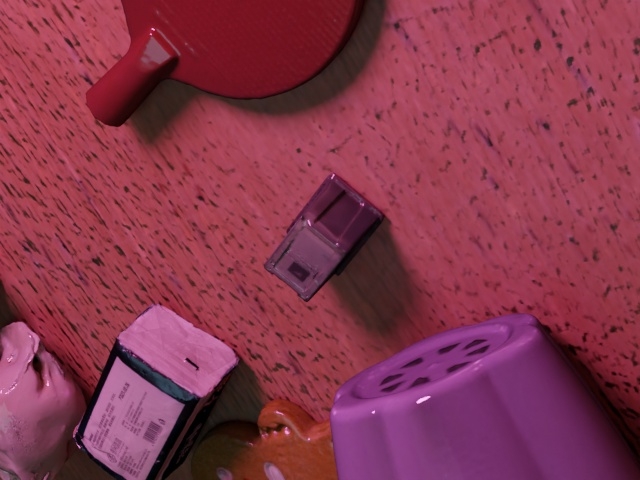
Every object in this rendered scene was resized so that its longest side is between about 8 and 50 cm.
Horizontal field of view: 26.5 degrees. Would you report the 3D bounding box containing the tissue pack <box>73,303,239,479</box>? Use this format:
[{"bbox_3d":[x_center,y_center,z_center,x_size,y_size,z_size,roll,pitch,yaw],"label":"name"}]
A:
[{"bbox_3d":[-0.159,0.152,1.282,0.103,0.090,0.170,35,129,5],"label":"tissue pack"}]

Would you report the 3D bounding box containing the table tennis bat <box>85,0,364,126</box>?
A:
[{"bbox_3d":[-0.090,-0.184,1.052,0.200,0.038,0.310,48,131,-5],"label":"table tennis bat"}]

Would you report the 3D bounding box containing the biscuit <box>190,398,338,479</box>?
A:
[{"bbox_3d":[-0.030,0.235,1.297,0.249,0.035,0.184,-10,114,35],"label":"biscuit"}]

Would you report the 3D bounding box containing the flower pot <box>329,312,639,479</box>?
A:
[{"bbox_3d":[0.135,0.197,1.057,0.265,0.265,0.243,-18,95,38],"label":"flower pot"}]

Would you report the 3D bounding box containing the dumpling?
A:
[{"bbox_3d":[-0.306,0.172,1.373,0.136,0.118,0.199,12,105,44],"label":"dumpling"}]

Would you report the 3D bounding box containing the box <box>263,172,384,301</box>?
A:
[{"bbox_3d":[0.000,0.000,1.105,0.060,0.063,0.084,41,131,2],"label":"box"}]
